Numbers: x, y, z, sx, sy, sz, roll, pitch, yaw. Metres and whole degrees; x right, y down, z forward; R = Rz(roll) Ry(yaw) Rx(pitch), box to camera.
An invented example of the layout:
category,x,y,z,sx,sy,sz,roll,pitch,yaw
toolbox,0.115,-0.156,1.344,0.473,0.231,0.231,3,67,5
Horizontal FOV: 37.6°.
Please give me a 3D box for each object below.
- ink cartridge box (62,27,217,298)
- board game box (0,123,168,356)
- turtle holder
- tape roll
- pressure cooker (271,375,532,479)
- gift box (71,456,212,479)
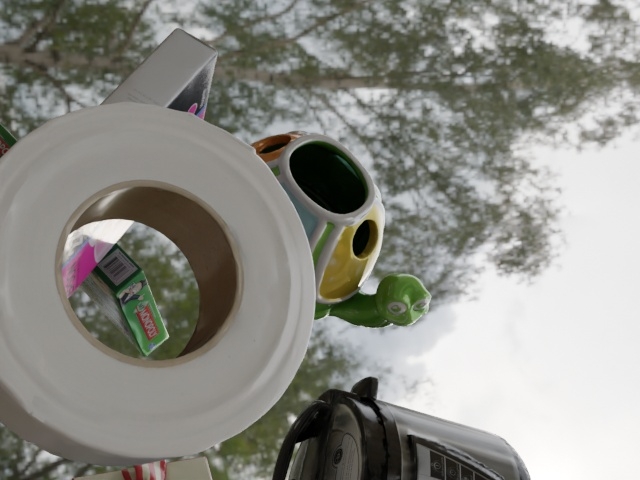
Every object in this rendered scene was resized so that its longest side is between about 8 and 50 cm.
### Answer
category,x,y,z,sx,sy,sz,roll,pitch,yaw
ink cartridge box,-0.239,-0.052,0.988,0.069,0.371,0.176,33,-35,6
board game box,-0.325,-0.008,1.199,0.317,0.046,0.213,43,-18,18
turtle holder,-0.018,-0.002,1.294,0.227,0.243,0.320,-50,-123,52
tape roll,-0.148,0.035,0.761,0.100,0.286,0.286,-32,-110,59
pressure cooker,0.109,0.471,1.629,0.375,0.420,0.370,-65,-162,17
gift box,-0.284,0.509,1.481,0.255,0.276,0.258,-129,-144,-55
